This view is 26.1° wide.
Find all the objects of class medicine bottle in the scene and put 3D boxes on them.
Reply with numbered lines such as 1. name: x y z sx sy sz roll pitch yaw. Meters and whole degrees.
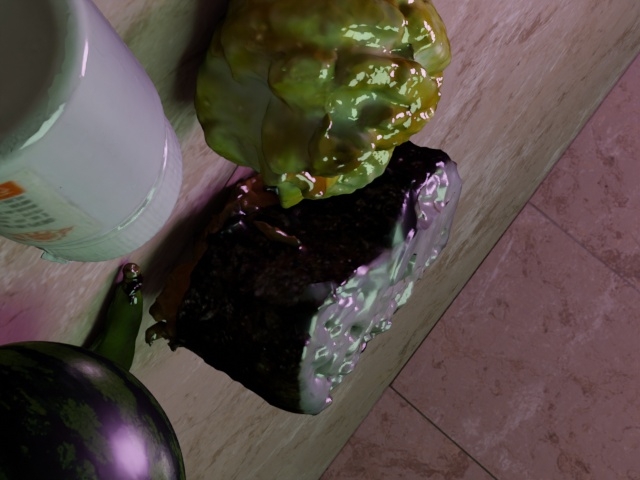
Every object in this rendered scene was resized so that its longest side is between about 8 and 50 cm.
1. medicine bottle: -0.167 -0.071 0.814 0.144 0.144 0.252 -49 164 -2

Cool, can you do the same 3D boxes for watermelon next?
1. watermelon: -0.235 0.209 1.133 0.269 0.269 0.269 -45 165 -16

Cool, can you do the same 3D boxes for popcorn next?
1. popcorn: 0.004 -0.132 1.103 0.204 0.184 0.221 -26 170 -22

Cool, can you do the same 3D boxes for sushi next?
1. sushi: 0.000 0.000 1.400 0.348 0.207 0.234 -45 154 -39

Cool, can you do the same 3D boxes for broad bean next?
1. broad bean: -0.220 0.130 1.374 0.060 0.043 0.297 -14 143 -48
